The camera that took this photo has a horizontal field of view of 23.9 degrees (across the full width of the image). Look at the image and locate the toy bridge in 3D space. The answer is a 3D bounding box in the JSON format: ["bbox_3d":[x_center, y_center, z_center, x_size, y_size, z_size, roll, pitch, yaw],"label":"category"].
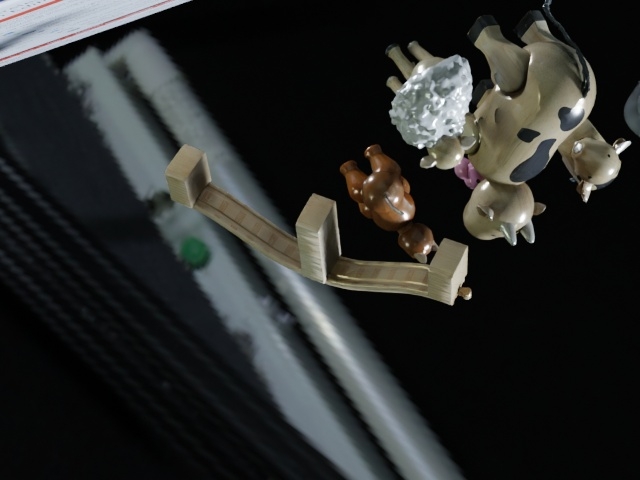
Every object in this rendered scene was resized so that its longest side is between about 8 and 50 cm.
[{"bbox_3d":[0.000,0.000,0.878,0.188,0.063,0.026,21,-119,16],"label":"toy bridge"}]

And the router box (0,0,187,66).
[{"bbox_3d":[-0.129,-0.168,0.825,0.301,0.335,0.082,-41,-66,-77],"label":"router box"}]

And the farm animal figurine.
[{"bbox_3d":[0.206,-0.093,1.570,0.330,0.327,0.172,-21,-119,-23],"label":"farm animal figurine"}]

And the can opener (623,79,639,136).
[{"bbox_3d":[0.269,-0.162,0.812,0.093,0.280,0.074,38,179,3],"label":"can opener"}]
